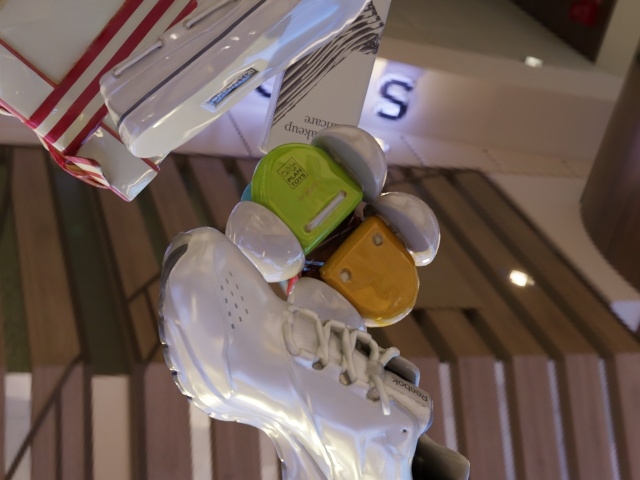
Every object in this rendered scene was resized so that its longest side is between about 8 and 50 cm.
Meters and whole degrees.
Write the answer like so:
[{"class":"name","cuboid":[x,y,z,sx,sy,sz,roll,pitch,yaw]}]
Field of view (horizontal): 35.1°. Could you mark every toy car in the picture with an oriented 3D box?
[{"class":"toy car","cuboid":[0.000,0.000,0.880,0.159,0.182,0.136,-46,-166,-24]}]

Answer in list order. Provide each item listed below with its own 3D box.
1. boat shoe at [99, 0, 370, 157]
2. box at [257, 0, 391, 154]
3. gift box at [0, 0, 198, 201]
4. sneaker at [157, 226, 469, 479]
[{"class":"boat shoe","cuboid":[-0.068,-0.177,0.837,0.088,0.267,0.096,58,-165,14]},{"class":"box","cuboid":[0.009,-0.230,1.260,0.113,0.275,0.094,12,-173,-11]},{"class":"gift box","cuboid":[-0.235,-0.208,1.023,0.255,0.258,0.276,41,-172,-26]},{"class":"sneaker","cuboid":[0.002,0.095,0.697,0.129,0.297,0.111,-18,-143,29]}]
